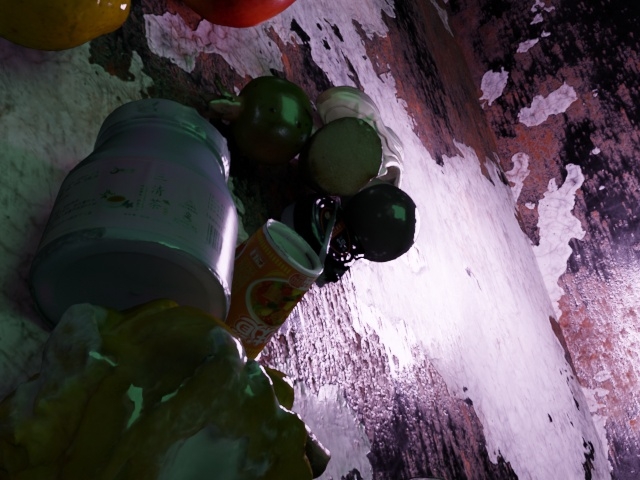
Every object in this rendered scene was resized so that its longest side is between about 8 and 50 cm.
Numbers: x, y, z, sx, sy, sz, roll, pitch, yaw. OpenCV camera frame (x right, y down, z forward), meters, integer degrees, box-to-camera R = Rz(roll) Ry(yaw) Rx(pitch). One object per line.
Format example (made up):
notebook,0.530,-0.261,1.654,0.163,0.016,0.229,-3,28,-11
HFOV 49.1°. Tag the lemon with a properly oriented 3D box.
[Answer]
lemon,-0.393,-0.405,0.975,0.293,0.293,0.292,39,36,-36

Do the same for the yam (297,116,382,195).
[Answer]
yam,0.036,-0.171,1.472,0.161,0.161,0.268,57,-5,-8

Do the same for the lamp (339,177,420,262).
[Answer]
lamp,0.099,-0.073,1.643,0.182,0.181,0.314,25,12,-48

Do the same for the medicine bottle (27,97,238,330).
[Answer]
medicine bottle,-0.231,-0.026,0.940,0.245,0.245,0.289,40,33,-35

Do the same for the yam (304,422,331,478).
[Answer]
yam,-0.070,0.287,1.110,0.253,0.061,0.061,49,31,-23

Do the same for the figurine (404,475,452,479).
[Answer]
figurine,0.210,0.532,1.302,0.132,0.132,0.153,38,48,-36

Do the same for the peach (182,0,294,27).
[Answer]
peach,-0.161,-0.637,1.466,0.388,0.388,0.388,39,36,-36

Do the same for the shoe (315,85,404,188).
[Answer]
shoe,0.116,-0.241,1.796,0.342,0.132,0.210,41,32,-39

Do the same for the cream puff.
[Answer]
cream puff,-0.194,0.236,0.781,0.379,0.276,0.377,-2,93,-44

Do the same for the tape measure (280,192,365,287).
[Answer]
tape measure,-0.003,-0.004,1.426,0.180,0.107,0.182,63,28,-5

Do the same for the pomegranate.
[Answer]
pomegranate,-0.127,-0.246,1.380,0.224,0.181,0.181,13,51,-25

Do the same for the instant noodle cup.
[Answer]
instant noodle cup,-0.098,0.072,1.075,0.168,0.185,0.168,39,18,-15
